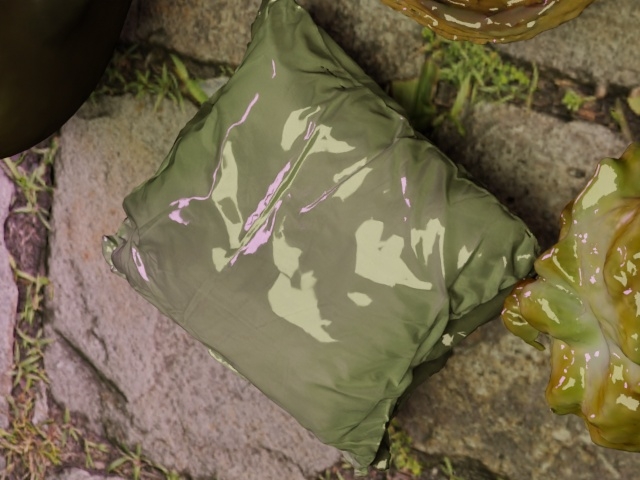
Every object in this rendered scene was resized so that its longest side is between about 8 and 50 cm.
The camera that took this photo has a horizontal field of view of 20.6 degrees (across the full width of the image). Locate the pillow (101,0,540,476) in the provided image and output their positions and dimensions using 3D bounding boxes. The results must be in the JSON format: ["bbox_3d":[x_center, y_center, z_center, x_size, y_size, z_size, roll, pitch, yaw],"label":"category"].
[{"bbox_3d":[0.000,0.000,1.358,0.310,0.138,0.283,41,119,14],"label":"pillow"}]

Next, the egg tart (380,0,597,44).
[{"bbox_3d":[0.117,-0.286,1.229,0.291,0.107,0.290,8,111,21],"label":"egg tart"}]

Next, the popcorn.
[{"bbox_3d":[0.243,0.041,1.208,0.184,0.204,0.221,42,125,32],"label":"popcorn"}]

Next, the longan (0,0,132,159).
[{"bbox_3d":[-0.291,-0.232,1.341,0.361,0.361,0.361,9,109,25],"label":"longan"}]
